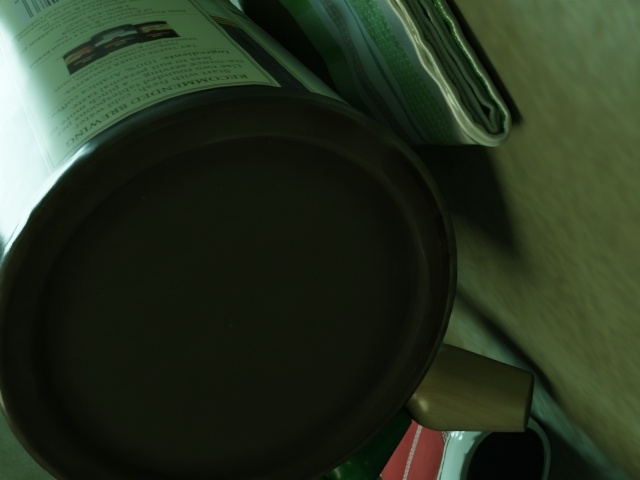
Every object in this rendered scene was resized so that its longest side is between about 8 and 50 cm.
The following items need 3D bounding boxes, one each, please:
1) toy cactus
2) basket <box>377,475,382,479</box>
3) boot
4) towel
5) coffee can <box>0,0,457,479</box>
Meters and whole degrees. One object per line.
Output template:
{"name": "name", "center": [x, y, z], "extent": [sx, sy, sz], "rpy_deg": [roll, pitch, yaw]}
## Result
{"name": "toy cactus", "center": [0.032, 0.087, 0.604], "extent": [0.181, 0.219, 0.112], "rpy_deg": [8, 137, 18]}
{"name": "basket", "center": [0.048, 0.339, 0.847], "extent": [0.331, 0.328, 0.266], "rpy_deg": [49, 172, 25]}
{"name": "boot", "center": [0.069, 0.200, 0.717], "extent": [0.176, 0.088, 0.244], "rpy_deg": [-145, 63, -64]}
{"name": "towel", "center": [0.021, -0.087, 0.454], "extent": [0.113, 0.023, 0.152], "rpy_deg": [58, 169, -12]}
{"name": "coffee can", "center": [-0.081, -0.025, 0.536], "extent": [0.201, 0.202, 0.275], "rpy_deg": [62, 173, -35]}
